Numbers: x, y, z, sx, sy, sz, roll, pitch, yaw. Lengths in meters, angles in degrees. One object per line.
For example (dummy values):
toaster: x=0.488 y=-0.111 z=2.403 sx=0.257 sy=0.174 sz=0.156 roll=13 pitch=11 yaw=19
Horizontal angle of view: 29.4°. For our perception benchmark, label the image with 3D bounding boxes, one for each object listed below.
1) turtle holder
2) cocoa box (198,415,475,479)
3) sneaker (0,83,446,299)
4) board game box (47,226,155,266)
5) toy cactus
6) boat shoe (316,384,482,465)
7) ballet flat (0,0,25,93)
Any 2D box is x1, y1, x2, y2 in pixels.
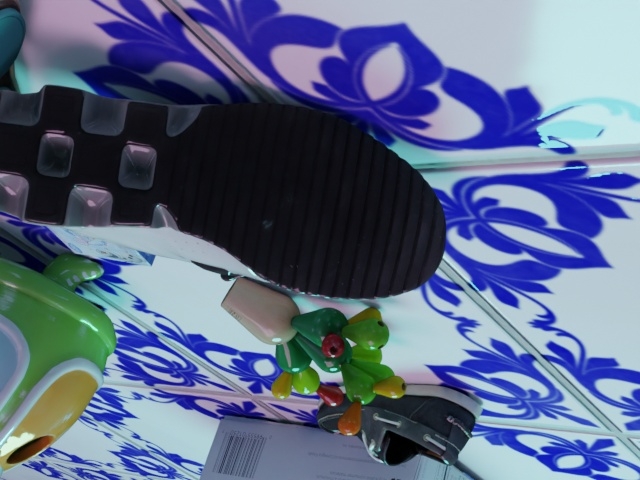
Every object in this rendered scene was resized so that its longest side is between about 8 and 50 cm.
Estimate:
turtle holder: x=-0.385 y=0.107 z=1.269 sx=0.320 sy=0.227 sz=0.243 roll=27 pitch=157 yaw=-20
cocoa box: x=0.024 y=0.388 z=1.577 sx=0.347 sy=0.231 sz=0.228 roll=0 pitch=151 yaw=39
sneaker: x=-0.072 y=-0.036 z=0.866 sx=0.330 sy=0.122 sz=0.146 roll=14 pitch=176 yaw=6
board game box: x=-0.210 y=-0.009 z=1.132 sx=0.090 sy=0.020 sz=0.090 roll=8 pitch=155 yaw=24
toy cactus: x=-0.015 y=0.103 z=1.152 sx=0.180 sy=0.112 sz=0.219 roll=32 pitch=165 yaw=-5
boat shoe: x=0.070 y=0.203 z=1.321 sx=0.084 sy=0.079 sz=0.233 roll=32 pitch=156 yaw=-32
ballet flat: x=-0.255 y=-0.120 z=0.851 sx=0.086 sy=0.086 sz=0.248 roll=22 pitch=158 yaw=-5
